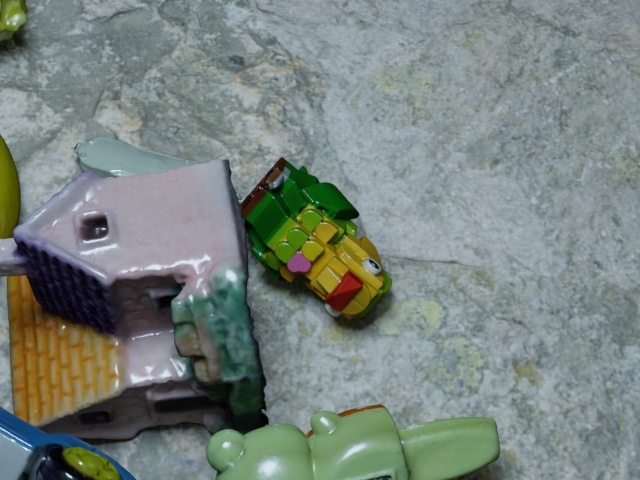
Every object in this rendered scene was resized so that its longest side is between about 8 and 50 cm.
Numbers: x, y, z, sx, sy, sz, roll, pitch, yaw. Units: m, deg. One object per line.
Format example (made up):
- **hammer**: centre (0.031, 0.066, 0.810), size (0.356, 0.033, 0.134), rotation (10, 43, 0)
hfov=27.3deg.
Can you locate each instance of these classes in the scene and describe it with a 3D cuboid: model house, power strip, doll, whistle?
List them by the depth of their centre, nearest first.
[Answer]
- **whistle**: centre (0.024, 0.210, 1.194), size (0.288, 0.131, 0.106), rotation (-12, 16, -11)
- **model house**: centre (-0.178, 0.070, 1.208), size (0.237, 0.237, 0.202), rotation (-7, 63, -4)
- **doll**: centre (-0.004, 0.000, 1.342), size (0.106, 0.134, 0.186), rotation (-47, 71, 18)
- **power strip**: centre (-0.175, -0.071, 1.418), size (0.191, 0.030, 0.047), rotation (16, 55, 6)

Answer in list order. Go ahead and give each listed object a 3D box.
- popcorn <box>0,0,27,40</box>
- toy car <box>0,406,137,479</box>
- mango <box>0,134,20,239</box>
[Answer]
- **popcorn**: centre (-0.406, -0.276, 1.464), size (0.173, 0.173, 0.142), rotation (31, 70, 16)
- **toy car**: centre (-0.296, 0.214, 1.123), size (0.314, 0.166, 0.198), rotation (29, 96, 7)
- **mango**: centre (-0.379, -0.060, 1.360), size (0.137, 0.091, 0.237), rotation (2, 56, -10)
